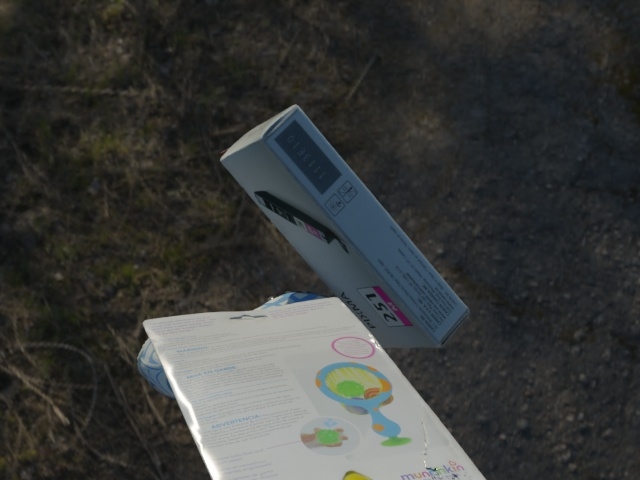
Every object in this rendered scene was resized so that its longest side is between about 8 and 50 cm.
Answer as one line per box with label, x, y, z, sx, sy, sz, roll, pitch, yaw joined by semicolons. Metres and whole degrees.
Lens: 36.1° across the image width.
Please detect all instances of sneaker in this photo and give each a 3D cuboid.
sneaker;-0.062;0.108;0.960;0.237;0.085;0.086;-12;29;-41

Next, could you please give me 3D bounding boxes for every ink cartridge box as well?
ink cartridge box;0.000;0.000;1.048;0.060;0.239;0.275;-46;102;-23

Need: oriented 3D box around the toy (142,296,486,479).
toy;-0.010;0.112;0.563;0.137;0.056;0.237;-5;23;-22
